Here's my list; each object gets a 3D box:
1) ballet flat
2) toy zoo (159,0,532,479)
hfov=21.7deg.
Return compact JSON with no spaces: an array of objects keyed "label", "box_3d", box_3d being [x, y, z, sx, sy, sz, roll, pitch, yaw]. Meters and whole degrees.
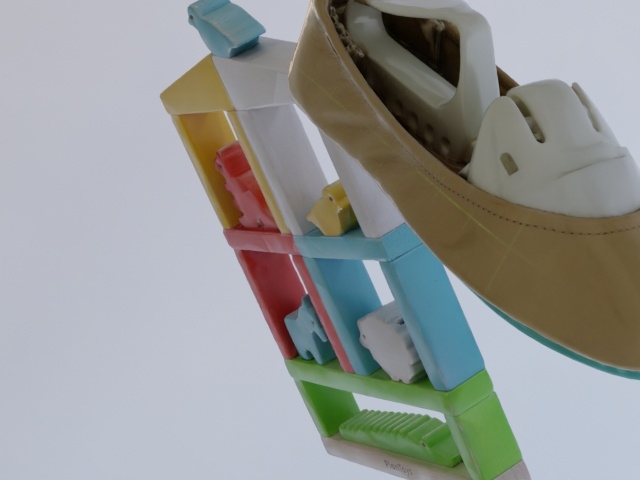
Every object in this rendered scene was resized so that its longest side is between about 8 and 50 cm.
[{"label":"ballet flat","box_3d":[0.056,-0.037,0.592,0.232,0.080,0.073,42,-44,45]},{"label":"toy zoo","box_3d":[0.000,0.000,0.916,0.030,0.293,0.192,-30,-165,-23]}]
